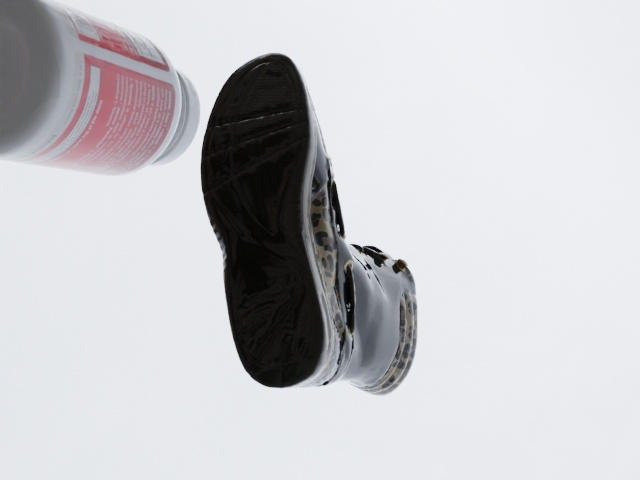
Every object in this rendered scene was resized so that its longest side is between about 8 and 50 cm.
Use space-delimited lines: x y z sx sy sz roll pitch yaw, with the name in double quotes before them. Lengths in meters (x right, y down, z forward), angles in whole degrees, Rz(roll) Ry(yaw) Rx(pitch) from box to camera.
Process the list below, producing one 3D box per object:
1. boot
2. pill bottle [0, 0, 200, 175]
"boot" 0.000 0.000 1.156 0.138 0.284 0.377 -19 -113 22
"pill bottle" -0.350 -0.214 1.468 0.229 0.408 0.229 -1 -92 23
